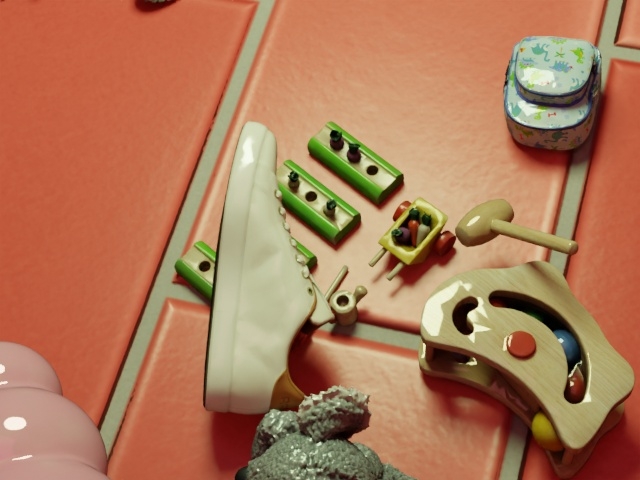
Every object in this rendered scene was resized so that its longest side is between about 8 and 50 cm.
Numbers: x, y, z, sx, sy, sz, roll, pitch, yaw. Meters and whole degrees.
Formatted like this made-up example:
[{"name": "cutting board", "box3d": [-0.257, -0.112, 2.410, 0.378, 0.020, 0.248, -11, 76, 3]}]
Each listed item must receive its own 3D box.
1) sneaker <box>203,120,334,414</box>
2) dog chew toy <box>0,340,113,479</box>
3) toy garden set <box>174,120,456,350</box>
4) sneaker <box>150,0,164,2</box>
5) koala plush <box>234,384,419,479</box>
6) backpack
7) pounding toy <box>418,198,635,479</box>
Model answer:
[{"name": "sneaker", "box3d": [-0.045, 0.028, 1.340, 0.123, 0.106, 0.290, 5, 82, -4]}, {"name": "dog chew toy", "box3d": [-0.281, 0.231, 1.243, 0.207, 0.206, 0.332, -22, 53, -5]}, {"name": "toy garden set", "box3d": [0.000, 0.000, 1.416, 0.204, 0.049, 0.244, 39, 72, 24]}, {"name": "sneaker", "box3d": [-0.163, -0.353, 1.614, 0.166, 0.076, 0.065, -42, 64, -16]}, {"name": "koala plush", "box3d": [0.003, 0.231, 1.189, 0.203, 0.221, 0.196, 12, 63, 13]}, {"name": "backpack", "box3d": [0.248, -0.162, 1.457, 0.105, 0.084, 0.114, 7, 65, 13]}, {"name": "pounding toy", "box3d": [0.181, 0.085, 1.287, 0.154, 0.155, 0.269, -26, 62, -13]}]
